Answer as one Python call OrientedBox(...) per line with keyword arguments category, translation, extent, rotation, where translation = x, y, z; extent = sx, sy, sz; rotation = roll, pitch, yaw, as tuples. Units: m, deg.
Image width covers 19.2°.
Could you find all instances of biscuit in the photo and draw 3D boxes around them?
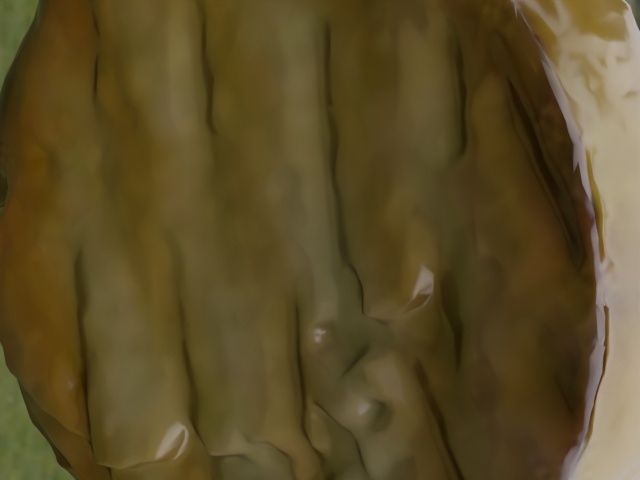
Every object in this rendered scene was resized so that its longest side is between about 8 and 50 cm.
OrientedBox(category="biscuit", translation=(0.000, 0.000, 0.653), extent=(0.102, 0.296, 0.296), rotation=(-10, 106, -45))
